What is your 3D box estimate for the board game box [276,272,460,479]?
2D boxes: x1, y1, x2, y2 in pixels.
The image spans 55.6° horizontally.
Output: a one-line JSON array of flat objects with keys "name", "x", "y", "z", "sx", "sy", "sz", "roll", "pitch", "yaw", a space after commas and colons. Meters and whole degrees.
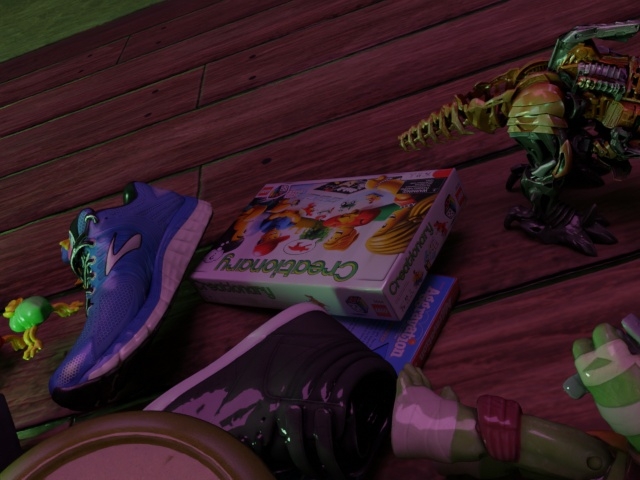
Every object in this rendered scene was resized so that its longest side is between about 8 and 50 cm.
[{"name": "board game box", "x": 0.022, "y": 0.132, "z": 0.616, "sx": 0.145, "sy": 0.027, "sz": 0.281, "roll": 8, "pitch": 47, "yaw": 36}]

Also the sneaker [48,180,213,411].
[{"name": "sneaker", "x": -0.246, "y": 0.049, "z": 0.725, "sx": 0.130, "sy": 0.147, "sz": 0.330, "roll": -54, "pitch": 16, "yaw": 39}]

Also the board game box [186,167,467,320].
[{"name": "board game box", "x": 0.000, "y": 0.000, "z": 0.733, "sx": 0.305, "sy": 0.053, "sz": 0.193, "roll": -1, "pitch": 42, "yaw": 40}]

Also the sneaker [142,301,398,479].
[{"name": "sneaker", "x": -0.054, "y": 0.170, "z": 0.498, "sx": 0.295, "sy": 0.105, "sz": 0.146, "roll": -39, "pitch": 34, "yaw": -27}]

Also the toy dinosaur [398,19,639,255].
[{"name": "toy dinosaur", "x": 0.255, "y": -0.127, "z": 0.655, "sx": 0.321, "sy": 0.219, "sz": 0.164, "roll": 16, "pitch": 52, "yaw": 40}]

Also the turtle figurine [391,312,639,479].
[{"name": "turtle figurine", "x": 0.201, "y": 0.104, "z": 0.427, "sx": 0.266, "sy": 0.275, "sz": 0.197, "roll": -3, "pitch": 7, "yaw": 31}]

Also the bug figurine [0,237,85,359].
[{"name": "bug figurine", "x": -0.372, "y": 0.066, "z": 0.832, "sx": 0.216, "sy": 0.072, "sz": 0.279, "roll": -19, "pitch": 29, "yaw": 44}]

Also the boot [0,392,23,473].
[{"name": "boot", "x": -0.365, "y": 0.278, "z": 0.418, "sx": 0.445, "sy": 0.366, "sz": 0.146, "roll": 38, "pitch": 109, "yaw": 45}]

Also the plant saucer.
[{"name": "plant saucer", "x": -0.126, "y": 0.213, "z": 0.379, "sx": 0.240, "sy": 0.037, "sz": 0.241, "roll": 4, "pitch": 51, "yaw": -4}]

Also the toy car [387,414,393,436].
[{"name": "toy car", "x": 0.082, "y": 0.189, "z": 0.496, "sx": 0.040, "sy": 0.060, "sz": 0.122, "roll": 13, "pitch": 48, "yaw": -6}]
